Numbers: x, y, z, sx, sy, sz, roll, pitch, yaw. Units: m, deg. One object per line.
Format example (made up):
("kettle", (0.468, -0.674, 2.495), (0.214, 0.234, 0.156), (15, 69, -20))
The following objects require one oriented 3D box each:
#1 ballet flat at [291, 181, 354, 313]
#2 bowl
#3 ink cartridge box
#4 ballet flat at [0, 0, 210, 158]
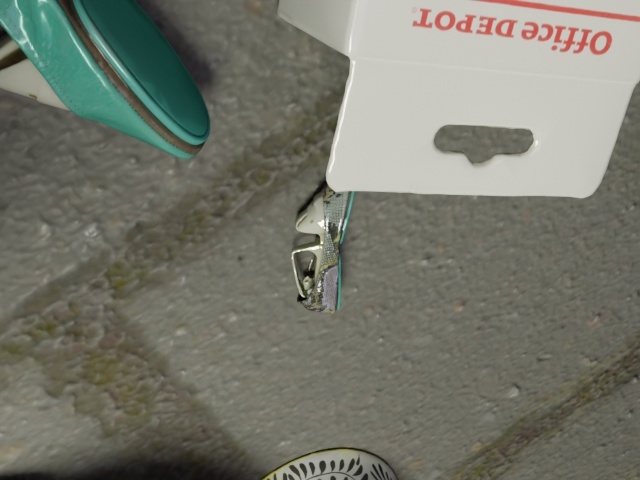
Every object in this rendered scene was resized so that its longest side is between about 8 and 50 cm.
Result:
("ballet flat", (0.000, 0.000, 0.614), (0.041, 0.041, 0.114), (-4, 117, -23))
("bowl", (0.009, 0.266, 0.735), (0.170, 0.080, 0.170), (-12, 120, -20))
("ink cartridge box", (0.099, -0.208, 0.496), (0.207, 0.119, 0.353), (0, 115, -25))
("ballet flat", (-0.155, -0.129, 0.456), (0.087, 0.083, 0.247), (-23, 127, 17))
